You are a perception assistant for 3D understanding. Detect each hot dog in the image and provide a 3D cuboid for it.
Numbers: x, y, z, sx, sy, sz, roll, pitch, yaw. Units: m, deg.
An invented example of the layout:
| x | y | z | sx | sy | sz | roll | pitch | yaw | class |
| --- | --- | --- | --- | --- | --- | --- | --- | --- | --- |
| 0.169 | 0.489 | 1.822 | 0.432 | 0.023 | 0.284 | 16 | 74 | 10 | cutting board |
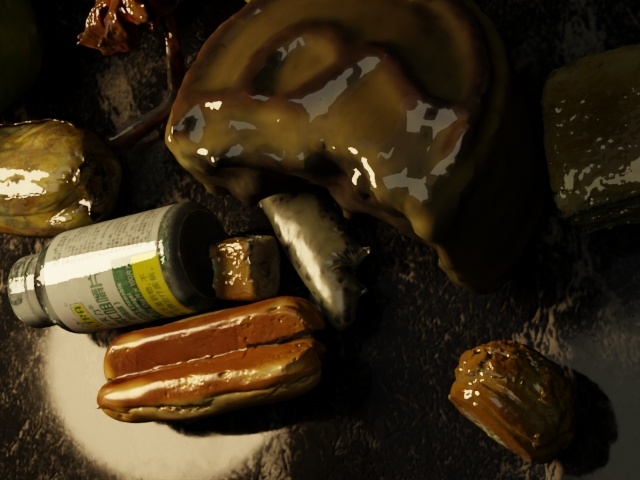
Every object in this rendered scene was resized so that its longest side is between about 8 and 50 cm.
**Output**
| x | y | z | sx | sy | sz | roll | pitch | yaw | class |
| --- | --- | --- | --- | --- | --- | --- | --- | --- | --- |
| -0.139 | 0.157 | 1.567 | 0.337 | 0.100 | 0.135 | -15 | 59 | 27 | hot dog |

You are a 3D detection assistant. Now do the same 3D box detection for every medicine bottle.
| x | y | z | sx | sy | sz | roll | pitch | yaw | class |
| --- | --- | --- | --- | --- | --- | --- | --- | --- | --- |
| -0.267 | 0.043 | 1.656 | 0.293 | 0.141 | 0.141 | -12 | 69 | 29 | medicine bottle |

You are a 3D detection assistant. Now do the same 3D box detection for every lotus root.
| x | y | z | sx | sy | sz | roll | pitch | yaw | class |
| --- | --- | --- | --- | --- | --- | --- | --- | --- | --- |
| -0.397 | -0.085 | 1.774 | 0.275 | 0.152 | 0.160 | 6 | 64 | 31 | lotus root |

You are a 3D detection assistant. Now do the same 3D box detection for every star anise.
| x | y | z | sx | sy | sz | roll | pitch | yaw | class |
| --- | --- | --- | --- | --- | --- | --- | --- | --- | --- |
| -0.248 | -0.296 | 1.762 | 0.237 | 0.148 | 0.346 | -7 | 72 | 54 | star anise |

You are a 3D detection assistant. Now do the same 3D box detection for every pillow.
| x | y | z | sx | sy | sz | roll | pitch | yaw | class |
| --- | --- | --- | --- | --- | --- | --- | --- | --- | --- |
| 0.000 | -0.001 | 1.556 | 0.093 | 0.051 | 0.241 | -39 | 55 | 10 | pillow |

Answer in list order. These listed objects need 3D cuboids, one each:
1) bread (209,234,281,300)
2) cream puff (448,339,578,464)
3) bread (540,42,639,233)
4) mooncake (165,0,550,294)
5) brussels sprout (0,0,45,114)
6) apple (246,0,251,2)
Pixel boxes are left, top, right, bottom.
| x | y | z | sx | sy | sz | roll | pitch | yaw | class |
| --- | --- | --- | --- | --- | --- | --- | --- | --- | --- |
| -0.089 | 0.034 | 1.580 | 0.070 | 0.077 | 0.083 | -1 | 93 | 31 | bread |
| 0.206 | 0.161 | 1.329 | 0.144 | 0.126 | 0.103 | 34 | 78 | 27 | cream puff |
| 0.315 | -0.115 | 1.362 | 0.138 | 0.102 | 0.196 | -11 | 68 | 27 | bread |
| 0.038 | -0.112 | 1.431 | 0.394 | 0.246 | 0.393 | -21 | 59 | 13 | mooncake |
| -0.592 | -0.288 | 1.807 | 0.361 | 0.425 | 0.342 | 44 | 111 | 32 | brussels sprout |
| -0.002 | -0.389 | 1.571 | 0.261 | 0.261 | 0.194 | -13 | 99 | 29 | apple |
